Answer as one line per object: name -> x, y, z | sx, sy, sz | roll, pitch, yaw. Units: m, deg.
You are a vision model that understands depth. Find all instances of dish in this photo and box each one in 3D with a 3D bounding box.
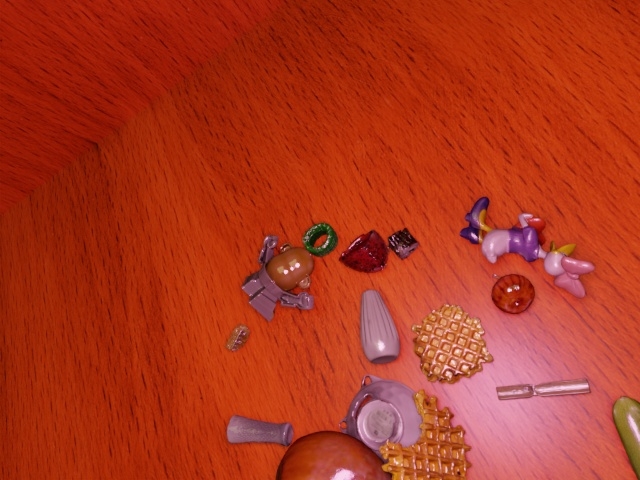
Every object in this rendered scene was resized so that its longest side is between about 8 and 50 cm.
dish -> 0.195, 0.574, 1.389 | 0.303, 0.120, 0.303 | -8, 68, 19

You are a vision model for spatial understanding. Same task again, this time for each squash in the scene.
squash -> 0.850, 0.588, 1.114 | 0.101, 0.101, 0.378 | -21, 65, 14

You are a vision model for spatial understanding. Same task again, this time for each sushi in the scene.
sushi -> 0.294, 0.012, 1.574 | 0.094, 0.098, 0.084 | -35, 65, -4

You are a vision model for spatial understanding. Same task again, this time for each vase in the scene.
vase -> -0.207, 0.667, 1.543 | 0.219, 0.096, 0.096 | -3, 69, 19
vase -> 0.192, 0.287, 1.504 | 0.128, 0.128, 0.248 | -19, 55, 16

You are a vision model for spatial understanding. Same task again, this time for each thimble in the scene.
thimble -> 0.000, 0.000, 1.710 | 0.130, 0.090, 0.118 | -19, 65, 16

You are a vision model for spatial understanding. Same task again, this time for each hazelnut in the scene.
hazelnut -> 0.038, 0.744, 1.271 | 0.366, 0.366, 0.365 | -8, 67, 20

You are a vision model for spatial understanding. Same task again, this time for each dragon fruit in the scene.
dragon fruit -> 0.165, 0.054, 1.634 | 0.161, 0.120, 0.127 | -28, 102, 39

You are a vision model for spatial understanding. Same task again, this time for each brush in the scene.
brush -> 0.649, 0.440, 1.298 | 0.248, 0.036, 0.043 | -16, 60, 24

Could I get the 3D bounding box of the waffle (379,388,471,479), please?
waffle -> 0.310, 0.608, 1.271 | 0.260, 0.069, 0.293 | 48, 53, 7

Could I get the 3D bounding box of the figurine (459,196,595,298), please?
figurine -> 0.625, 0.016, 1.373 | 0.421, 0.154, 0.193 | 24, 57, 36

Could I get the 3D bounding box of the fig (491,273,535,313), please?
fig -> 0.593, 0.167, 1.388 | 0.128, 0.150, 0.128 | 1, 83, -10

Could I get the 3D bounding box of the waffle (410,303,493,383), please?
waffle -> 0.417, 0.332, 1.430 | 0.243, 0.059, 0.237 | -28, 59, 8

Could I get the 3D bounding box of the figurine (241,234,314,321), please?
figurine -> -0.147, 0.137, 1.678 | 0.285, 0.167, 0.342 | -42, 80, 13

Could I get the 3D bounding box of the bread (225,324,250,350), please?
bread -> -0.317, 0.379, 1.719 | 0.066, 0.060, 0.110 | 24, 78, 15
